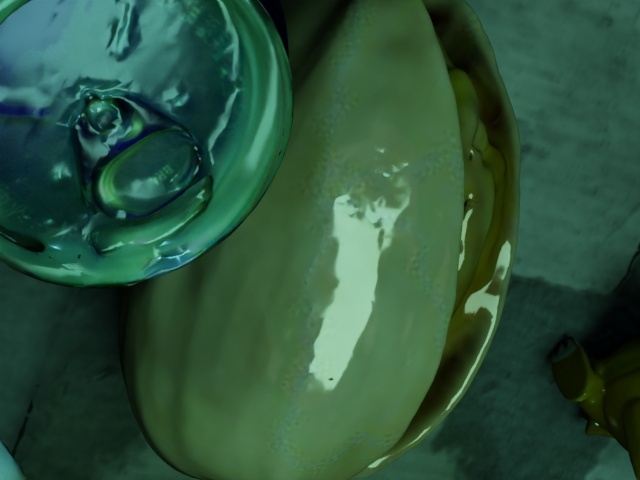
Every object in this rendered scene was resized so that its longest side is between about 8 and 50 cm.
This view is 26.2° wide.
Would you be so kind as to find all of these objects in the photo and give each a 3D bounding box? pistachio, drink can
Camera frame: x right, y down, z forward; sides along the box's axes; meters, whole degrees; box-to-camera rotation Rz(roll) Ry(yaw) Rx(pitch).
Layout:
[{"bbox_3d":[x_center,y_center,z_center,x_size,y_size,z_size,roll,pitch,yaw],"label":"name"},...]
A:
[{"bbox_3d":[0.000,0.000,0.558,0.157,0.157,0.229,13,104,-32],"label":"pistachio"},{"bbox_3d":[-0.089,-0.074,0.423,0.118,0.205,0.118,-12,121,-20],"label":"drink can"}]

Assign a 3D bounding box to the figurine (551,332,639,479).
[{"bbox_3d":[0.213,0.109,0.731,0.176,0.122,0.121,19,140,-40],"label":"figurine"}]

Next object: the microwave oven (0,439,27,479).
[{"bbox_3d":[-0.310,0.110,0.260,0.333,0.247,0.394,-49,159,22],"label":"microwave oven"}]
